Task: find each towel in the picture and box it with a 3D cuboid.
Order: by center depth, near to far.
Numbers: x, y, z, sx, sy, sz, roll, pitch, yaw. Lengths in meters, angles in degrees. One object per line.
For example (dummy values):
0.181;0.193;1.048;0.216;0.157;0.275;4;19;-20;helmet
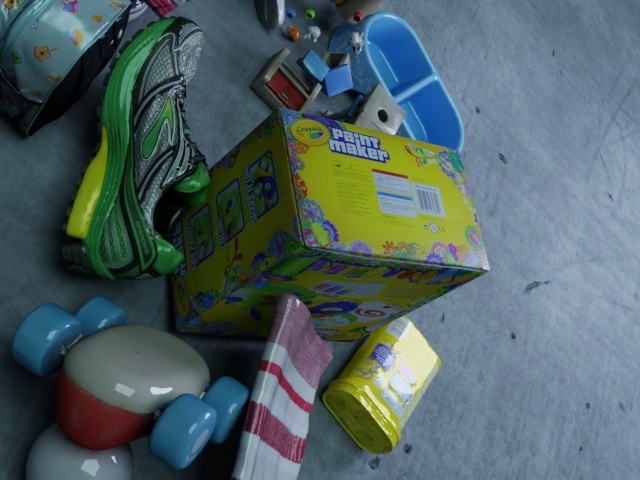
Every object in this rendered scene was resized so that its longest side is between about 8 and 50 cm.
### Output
-0.054;0.250;1.083;0.237;0.037;0.329;64;38;-67;towel

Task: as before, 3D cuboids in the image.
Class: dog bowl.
0.131;-0.237;1.479;0.166;0.074;0.297;-36;99;-40;dog bowl

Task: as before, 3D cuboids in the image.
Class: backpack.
-0.310;-0.234;1.042;0.144;0.188;0.166;46;53;-18;backpack

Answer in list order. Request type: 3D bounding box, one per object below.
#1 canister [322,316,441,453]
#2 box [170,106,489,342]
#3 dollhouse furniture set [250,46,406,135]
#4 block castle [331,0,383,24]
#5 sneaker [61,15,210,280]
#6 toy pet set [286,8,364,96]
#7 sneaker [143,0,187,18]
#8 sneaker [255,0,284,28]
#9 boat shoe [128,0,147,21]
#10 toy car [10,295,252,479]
0.094;0.203;1.309;0.126;0.073;0.170;52;50;-14;canister
0.000;0.000;1.147;0.290;0.279;0.177;8;61;-38;box
0.001;-0.187;1.318;0.183;0.129;0.129;44;53;-21;dollhouse furniture set
0.019;-0.584;1.368;0.303;0.213;0.453;18;57;-34;block castle
-0.190;-0.110;1.100;0.146;0.134;0.344;8;75;10;sneaker
0.004;-0.283;1.372;0.114;0.122;0.065;77;27;-43;toy pet set
-0.202;-0.431;1.201;0.121;0.112;0.299;41;29;-63;sneaker
-0.066;-0.393;1.381;0.061;0.053;0.152;4;73;-41;sneaker
-0.334;-0.382;1.089;0.340;0.158;0.127;20;65;-33;boat shoe
-0.238;0.218;0.992;0.219;0.238;0.210;31;9;12;toy car
